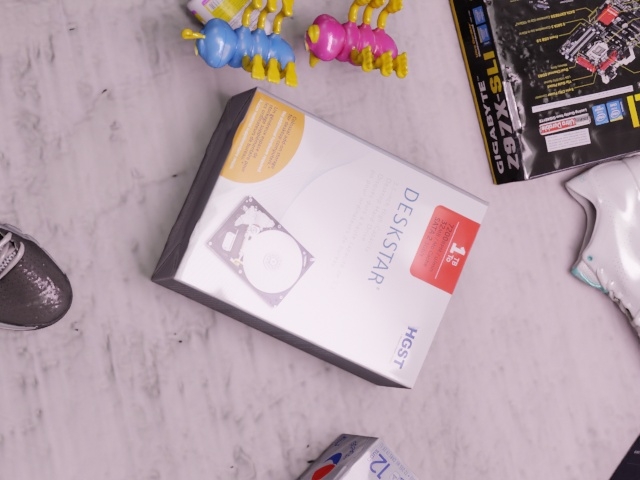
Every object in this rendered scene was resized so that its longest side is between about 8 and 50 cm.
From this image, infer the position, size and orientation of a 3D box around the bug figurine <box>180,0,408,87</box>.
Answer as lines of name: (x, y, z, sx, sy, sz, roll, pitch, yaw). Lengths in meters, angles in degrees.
bug figurine: (-0.019, -0.236, 1.668, 0.216, 0.072, 0.279, 13, 64, -27)

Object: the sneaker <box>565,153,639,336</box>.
sneaker: (0.279, 0.033, 1.781, 0.094, 0.080, 0.212, -14, 85, -7)

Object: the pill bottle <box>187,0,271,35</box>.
pill bottle: (-0.073, -0.188, 1.683, 0.083, 0.043, 0.043, 45, 75, -12)

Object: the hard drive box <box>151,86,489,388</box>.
hard drive box: (0.000, 0.000, 1.674, 0.232, 0.089, 0.181, 25, 80, -16)

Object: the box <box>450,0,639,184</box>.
box: (0.284, -0.210, 1.786, 0.322, 0.079, 0.257, -15, 94, -18)

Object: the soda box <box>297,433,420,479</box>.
soda box: (0.097, 0.299, 1.686, 0.091, 0.098, 0.286, -45, 101, -16)

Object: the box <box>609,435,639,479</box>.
box: (0.363, 0.192, 1.749, 0.093, 0.156, 0.158, 41, 76, -13)

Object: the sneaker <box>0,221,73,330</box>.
sneaker: (-0.293, 0.001, 1.554, 0.228, 0.132, 0.086, 32, 78, -14)
